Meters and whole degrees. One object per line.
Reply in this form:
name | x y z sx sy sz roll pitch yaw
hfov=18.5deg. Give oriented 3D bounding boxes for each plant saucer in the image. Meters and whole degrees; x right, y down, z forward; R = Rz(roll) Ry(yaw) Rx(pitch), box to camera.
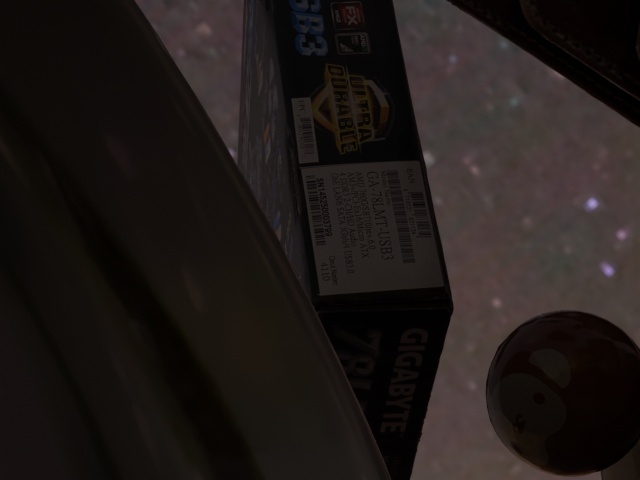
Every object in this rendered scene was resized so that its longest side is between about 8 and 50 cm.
plant saucer | -0.100 0.010 0.479 0.101 0.400 0.400 -30 -29 9

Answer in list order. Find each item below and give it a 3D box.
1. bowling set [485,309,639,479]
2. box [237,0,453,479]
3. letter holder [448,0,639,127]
bowling set | 0.150 0.107 0.644 0.200 0.154 0.287 3 -36 -16
box | 0.000 0.000 1.047 0.073 0.293 0.295 -1 -38 -6
letter holder | 0.196 -0.194 0.806 0.301 0.214 0.152 -58 8 1
